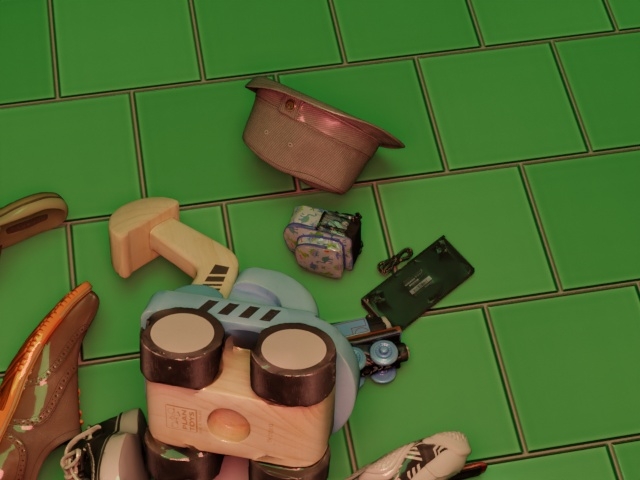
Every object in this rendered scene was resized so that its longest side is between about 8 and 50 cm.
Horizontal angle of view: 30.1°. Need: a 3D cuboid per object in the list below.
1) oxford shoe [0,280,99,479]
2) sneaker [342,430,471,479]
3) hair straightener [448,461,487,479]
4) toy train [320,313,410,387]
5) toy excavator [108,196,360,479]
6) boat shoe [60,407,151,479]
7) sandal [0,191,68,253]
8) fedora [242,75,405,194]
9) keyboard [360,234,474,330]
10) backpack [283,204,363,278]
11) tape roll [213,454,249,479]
[{"bbox_3d":[-0.393,0.225,1.706,0.132,0.130,0.364,32,60,-12],"label":"oxford shoe"},{"bbox_3d":[0.075,0.412,1.565,0.365,0.137,0.210,-29,82,-14],"label":"sneaker"},{"bbox_3d":[0.130,0.372,1.658,0.230,0.047,0.089,-9,60,-7],"label":"hair straightener"},{"bbox_3d":[0.037,0.165,1.763,0.184,0.080,0.105,-13,55,-9],"label":"toy train"},{"bbox_3d":[-0.141,0.113,1.654,0.432,0.222,0.445,8,33,10],"label":"toy excavator"},{"bbox_3d":[-0.286,0.294,1.566,0.104,0.306,0.113,-13,102,-4],"label":"boat shoe"},{"bbox_3d":[-0.517,0.020,1.810,0.302,0.120,0.086,-26,77,-17],"label":"sandal"},{"bbox_3d":[-0.016,-0.155,1.893,0.275,0.243,0.124,26,91,14],"label":"fedora"},{"bbox_3d":[0.144,0.061,1.860,0.180,0.023,0.108,-36,73,-22],"label":"keyboard"},{"bbox_3d":[0.000,0.000,1.842,0.114,0.105,0.084,17,59,14],"label":"backpack"},{"bbox_3d":[-0.133,0.266,1.698,0.219,0.072,0.219,1,59,-1],"label":"tape roll"}]
